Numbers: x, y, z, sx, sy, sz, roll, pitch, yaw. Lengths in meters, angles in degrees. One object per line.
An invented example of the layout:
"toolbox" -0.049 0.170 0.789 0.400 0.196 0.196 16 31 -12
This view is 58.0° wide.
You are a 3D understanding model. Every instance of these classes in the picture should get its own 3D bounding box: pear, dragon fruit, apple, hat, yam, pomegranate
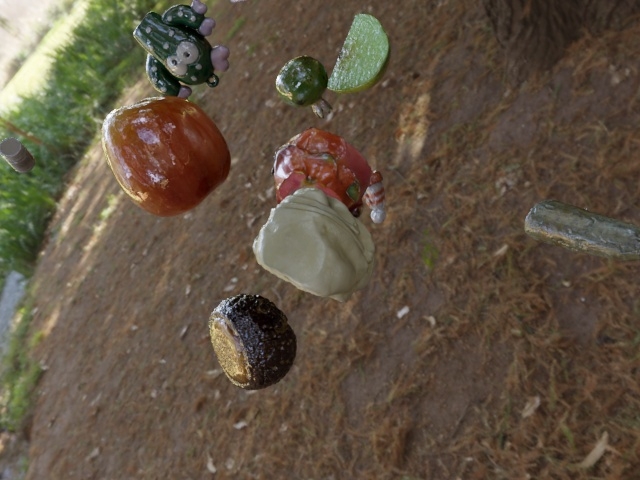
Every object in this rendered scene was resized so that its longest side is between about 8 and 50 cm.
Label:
"pear" 0.179 -0.633 2.032 0.239 0.139 0.287 29 97 53
"dragon fruit" -0.004 -0.153 1.581 0.291 0.291 0.189 -14 46 44
"apple" -0.318 -0.184 1.194 0.242 0.241 0.242 -25 22 11
"hat" 0.174 -0.136 1.841 0.094 0.162 0.112 -22 5 11
"yam" 0.753 -0.025 1.612 0.330 0.133 0.133 21 73 43
"pomegranate" -0.046 -0.525 2.003 0.187 0.225 0.187 -32 26 17

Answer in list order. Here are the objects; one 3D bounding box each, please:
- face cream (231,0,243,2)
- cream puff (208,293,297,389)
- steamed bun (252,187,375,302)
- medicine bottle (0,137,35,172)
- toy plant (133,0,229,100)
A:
"face cream" -0.175 -0.646 1.201 0.096 0.273 0.154 -6 26 12
"cream puff" -0.159 0.239 1.390 0.165 0.238 0.239 -23 17 -33
"steamed bun" -0.002 -0.001 1.277 0.276 0.289 0.203 29 95 28
"medicine bottle" -0.785 -0.220 1.495 0.058 0.058 0.091 -62 -5 -19
"toy plant" -0.363 -0.493 1.516 0.233 0.243 0.112 -20 26 13
